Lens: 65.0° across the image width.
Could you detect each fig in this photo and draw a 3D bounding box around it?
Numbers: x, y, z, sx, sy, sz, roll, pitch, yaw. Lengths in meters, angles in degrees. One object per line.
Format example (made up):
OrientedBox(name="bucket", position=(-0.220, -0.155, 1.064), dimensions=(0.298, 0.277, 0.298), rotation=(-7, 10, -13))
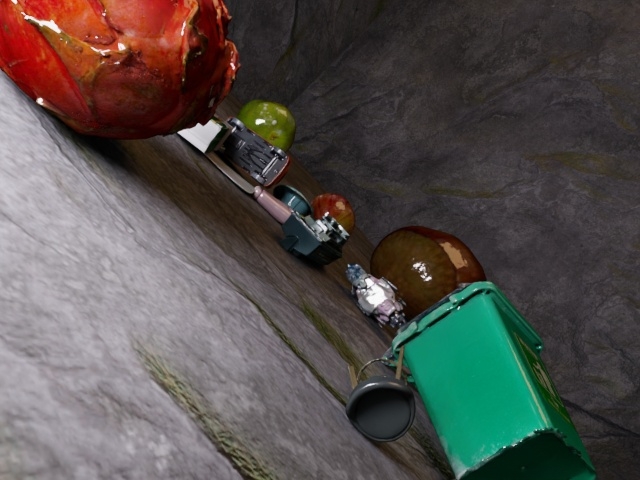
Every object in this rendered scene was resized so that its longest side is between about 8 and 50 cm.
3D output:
OrientedBox(name="fig", position=(-0.211, -0.419, 1.894), dimensions=(0.233, 0.233, 0.314), rotation=(45, 4, -14))
OrientedBox(name="fig", position=(0.023, -0.061, 1.631), dimensions=(0.175, 0.175, 0.207), rotation=(46, 27, -1))

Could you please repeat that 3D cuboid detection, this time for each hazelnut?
OrientedBox(name="hazelnut", position=(0.397, 0.125, 1.841), dimensions=(0.421, 0.352, 0.421), rotation=(3, 19, -1))

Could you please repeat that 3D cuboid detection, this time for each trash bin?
OrientedBox(name="trash bin", position=(0.304, 0.299, 0.960), dimensions=(0.259, 0.295, 0.381), rotation=(44, 19, -23))

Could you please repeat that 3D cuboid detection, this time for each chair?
OrientedBox(name="chair", position=(0.096, 0.232, 0.758), dimensions=(0.095, 0.104, 0.221), rotation=(65, 8, 6))

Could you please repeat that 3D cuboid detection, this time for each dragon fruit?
OrientedBox(name="dragon fruit", position=(-0.270, -0.279, 0.669), dimensions=(0.295, 0.295, 0.302), rotation=(52, 13, 34))

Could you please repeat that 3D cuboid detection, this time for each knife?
OrientedBox(name="knife", position=(-0.195, -0.139, 1.311), dimensions=(0.336, 0.043, 0.081), rotation=(36, 16, -26))

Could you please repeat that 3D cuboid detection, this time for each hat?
OrientedBox(name="hat", position=(-0.081, -0.092, 1.460), dimensions=(0.138, 0.078, 0.191), rotation=(35, -7, 9))

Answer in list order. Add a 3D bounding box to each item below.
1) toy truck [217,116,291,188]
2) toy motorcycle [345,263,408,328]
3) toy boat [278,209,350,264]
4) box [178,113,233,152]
OrientedBox(name="toy truck", position=(-0.185, -0.235, 1.399), dimensions=(0.253, 0.107, 0.114), rotation=(38, -3, 24))
OrientedBox(name="toy motorcycle", position=(0.139, 0.147, 1.364), dimensions=(0.204, 0.108, 0.239), rotation=(49, -18, -19))
OrientedBox(name="toy boat", position=(0.002, -0.002, 1.292), dimensions=(0.114, 0.122, 0.296), rotation=(49, 8, 18))
OrientedBox(name="box", position=(-0.301, -0.290, 1.242), dimensions=(0.135, 0.081, 0.199), rotation=(38, 7, -9))
